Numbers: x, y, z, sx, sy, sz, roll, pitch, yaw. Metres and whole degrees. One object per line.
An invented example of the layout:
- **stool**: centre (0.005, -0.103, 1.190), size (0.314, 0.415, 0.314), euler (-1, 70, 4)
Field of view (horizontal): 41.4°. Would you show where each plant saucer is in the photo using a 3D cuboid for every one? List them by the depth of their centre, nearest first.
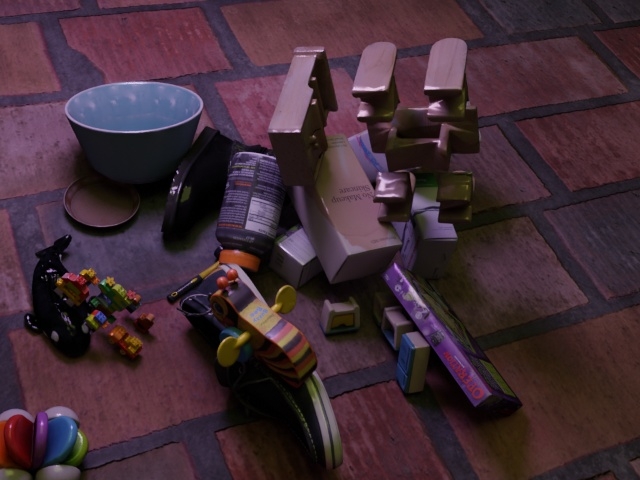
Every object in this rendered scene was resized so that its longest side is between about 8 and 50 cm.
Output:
- **plant saucer**: centre (-0.499, -0.086, 1.938), size (0.169, 0.029, 0.168), euler (6, 49, -7)

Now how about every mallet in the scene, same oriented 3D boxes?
- **mallet**: centre (-0.250, 0.082, 1.851), size (0.062, 0.039, 0.190), euler (36, 56, 14)

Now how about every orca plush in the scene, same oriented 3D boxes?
- **orca plush**: centre (-0.523, 0.092, 1.726), size (0.151, 0.102, 0.287), euler (1, 49, -12)

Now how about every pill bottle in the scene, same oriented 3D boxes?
- **pill bottle**: centre (-0.153, -0.057, 1.834), size (0.131, 0.130, 0.245), euler (13, 81, -2)

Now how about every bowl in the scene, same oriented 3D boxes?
- **bowl**: centre (-0.427, -0.241, 1.968), size (0.312, 0.163, 0.311), euler (3, 30, -2)

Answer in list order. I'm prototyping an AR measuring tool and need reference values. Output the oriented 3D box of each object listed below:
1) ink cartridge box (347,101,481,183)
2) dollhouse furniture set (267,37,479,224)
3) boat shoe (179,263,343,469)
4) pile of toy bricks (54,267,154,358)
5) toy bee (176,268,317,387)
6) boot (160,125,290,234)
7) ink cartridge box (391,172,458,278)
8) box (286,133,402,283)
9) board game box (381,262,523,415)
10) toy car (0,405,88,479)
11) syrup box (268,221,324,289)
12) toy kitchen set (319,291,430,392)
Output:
- **ink cartridge box**: centre (0.196, -0.233, 2.042), size (0.226, 0.306, 0.131), euler (-25, 98, -31)
- **dollhouse furniture set**: centre (0.125, -0.250, 1.727), size (0.394, 0.362, 0.256), euler (2, 51, 16)
- **boat shoe**: centre (-0.119, 0.251, 1.640), size (0.156, 0.186, 0.500), euler (-26, 55, -19)
- **pile of toy bricks**: centre (-0.406, 0.121, 1.674), size (0.212, 0.105, 0.118), euler (46, 42, -10)
- **toy bee**: centre (-0.142, 0.140, 1.513), size (0.298, 0.162, 0.195), euler (12, 46, 11)
- **boot**: centre (-0.200, -0.117, 1.968), size (0.260, 0.131, 0.348), euler (21, 51, 1)
- **ink cartridge box**: centre (0.236, -0.032, 1.983), size (0.087, 0.153, 0.208), euler (-2, 49, -14)
- **box**: centre (0.038, -0.073, 1.858), size (0.148, 0.121, 0.311), euler (-12, 62, -29)
- **board game box**: centre (0.274, 0.207, 1.770), size (0.056, 0.208, 0.346), euler (-40, 58, 10)
- **toy car**: centre (-0.500, 0.355, 1.480), size (0.182, 0.136, 0.159), euler (-1, 49, -14)
- **syrup box**: centre (0.000, 0.000, 1.937), size (0.096, 0.093, 0.237), euler (39, 52, 19)
- **toy kitchen set**: centre (0.108, 0.220, 1.782), size (0.166, 0.122, 0.207), euler (-6, 31, -18)
